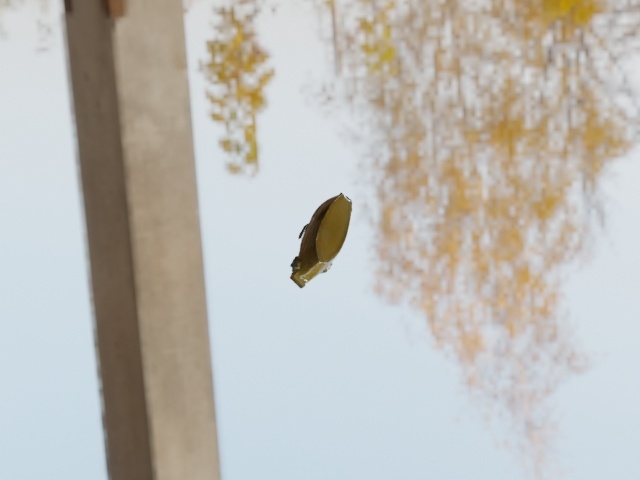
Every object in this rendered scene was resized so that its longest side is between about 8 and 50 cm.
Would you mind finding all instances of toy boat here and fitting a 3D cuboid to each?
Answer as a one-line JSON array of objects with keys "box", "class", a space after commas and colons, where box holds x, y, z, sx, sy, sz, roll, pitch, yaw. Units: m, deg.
[{"box": [0.000, 0.000, 1.751, 0.049, 0.047, 0.149, -32, -156, 39], "class": "toy boat"}]
